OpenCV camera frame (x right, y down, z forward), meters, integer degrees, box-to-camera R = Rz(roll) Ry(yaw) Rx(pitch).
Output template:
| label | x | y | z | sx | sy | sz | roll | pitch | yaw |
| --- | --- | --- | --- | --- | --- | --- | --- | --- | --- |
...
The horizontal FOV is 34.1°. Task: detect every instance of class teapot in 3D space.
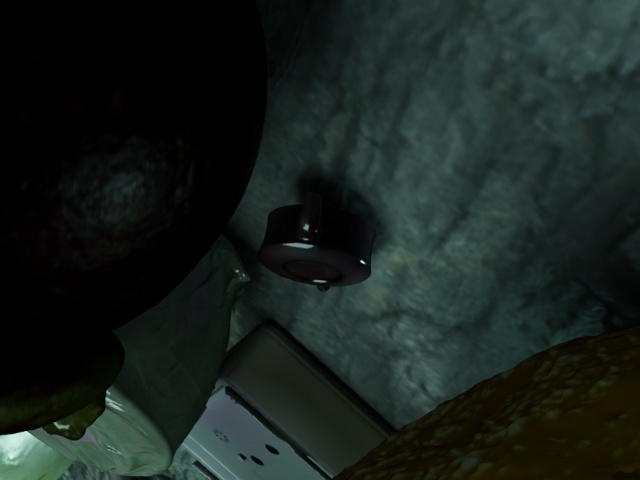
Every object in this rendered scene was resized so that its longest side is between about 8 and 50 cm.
| label | x | y | z | sx | sy | sz | roll | pitch | yaw |
| --- | --- | --- | --- | --- | --- | --- | --- | --- | --- |
| teapot | -0.150 | 0.060 | 0.742 | 0.163 | 0.178 | 0.221 | 44 | 147 | -17 |
| teapot | 0.000 | 0.000 | 0.617 | 0.067 | 0.045 | 0.100 | 8 | 160 | 10 |

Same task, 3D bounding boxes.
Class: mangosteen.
| label | x | y | z | sx | sy | sz | roll | pitch | yaw |
| --- | --- | --- | --- | --- | --- | --- | --- | --- | --- |
| mangosteen | -0.181 | -0.055 | 0.482 | 0.297 | 0.313 | 0.297 | 34 | -167 | -9 |

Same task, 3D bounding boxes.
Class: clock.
| label | x | y | z | sx | sy | sz | roll | pitch | yaw |
| --- | --- | --- | --- | --- | --- | --- | --- | --- | --- |
| clock | -0.043 | 0.155 | 0.840 | 0.147 | 0.071 | 0.192 | 42 | 150 | -3 |

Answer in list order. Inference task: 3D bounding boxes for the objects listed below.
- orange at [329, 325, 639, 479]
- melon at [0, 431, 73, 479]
| label | x | y | z | sx | sy | sz | roll | pitch | yaw |
| --- | --- | --- | --- | --- | --- | --- | --- | --- | --- |
| orange | 0.131 | 0.201 | 0.442 | 0.293 | 0.340 | 0.340 | 61 | 149 | 2 |
| melon | -0.321 | 0.124 | 0.934 | 0.272 | 0.272 | 0.308 | 39 | -178 | 2 |
